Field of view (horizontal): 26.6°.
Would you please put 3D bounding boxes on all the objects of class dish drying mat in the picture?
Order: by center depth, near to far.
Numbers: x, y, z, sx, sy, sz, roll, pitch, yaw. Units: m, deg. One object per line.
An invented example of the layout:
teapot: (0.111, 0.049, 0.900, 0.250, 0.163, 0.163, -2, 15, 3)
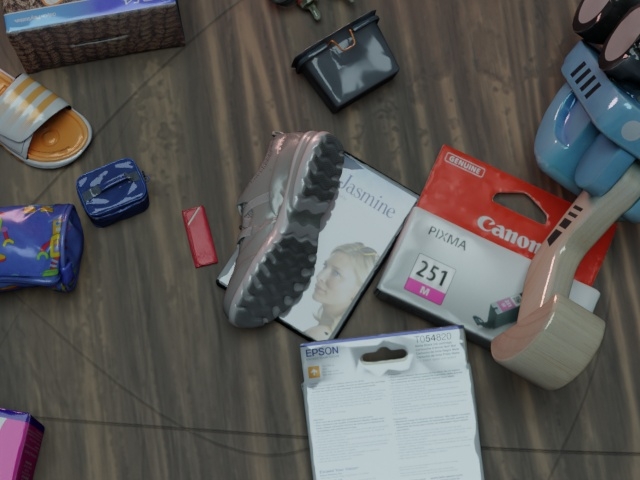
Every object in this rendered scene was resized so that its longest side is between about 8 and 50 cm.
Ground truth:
dish drying mat: (-0.165, -0.005, 1.848, 0.032, 0.008, 0.083, -14, 75, -5)

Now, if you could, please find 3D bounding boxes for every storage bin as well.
storage bin: (0.042, -0.245, 1.876, 0.135, 0.098, 0.091, -32, 88, -9)

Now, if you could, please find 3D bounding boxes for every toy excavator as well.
toy excavator: (0.368, -0.070, 1.738, 0.222, 0.433, 0.445, 30, 112, -16)

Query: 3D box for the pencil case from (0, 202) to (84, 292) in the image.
pencil case: (-0.466, 0.020, 1.779, 0.306, 0.119, 0.133, -4, 51, -1)

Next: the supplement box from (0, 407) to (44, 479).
supplement box: (-0.433, 0.323, 1.703, 0.111, 0.114, 0.220, 11, 74, 2)

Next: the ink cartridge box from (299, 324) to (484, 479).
ink cartridge box: (0.091, 0.231, 1.751, 0.223, 0.045, 0.224, -6, 84, -1)

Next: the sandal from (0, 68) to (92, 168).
sandal: (-0.440, -0.192, 1.861, 0.265, 0.076, 0.102, 31, 77, 8)

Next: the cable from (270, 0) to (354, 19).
cable: (-0.054, -0.439, 1.958, 0.139, 0.072, 0.287, -38, 65, 7)

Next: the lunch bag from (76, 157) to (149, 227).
lunch bag: (-0.277, -0.066, 1.834, 0.098, 0.065, 0.067, -24, 76, -6)

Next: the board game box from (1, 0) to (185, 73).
board game box: (-0.330, -0.409, 1.887, 0.232, 0.141, 0.291, -11, 75, -3)

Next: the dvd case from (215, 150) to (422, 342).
dvd case: (0.000, 0.000, 1.841, 0.180, 0.022, 0.253, 31, 76, 8)

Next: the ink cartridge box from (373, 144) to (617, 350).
ink cartridge box: (0.243, 0.022, 1.808, 0.275, 0.060, 0.239, 25, 77, 1)

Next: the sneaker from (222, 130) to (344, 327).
sneaker: (-0.064, -0.017, 1.800, 0.115, 0.105, 0.281, 16, 77, 39)
